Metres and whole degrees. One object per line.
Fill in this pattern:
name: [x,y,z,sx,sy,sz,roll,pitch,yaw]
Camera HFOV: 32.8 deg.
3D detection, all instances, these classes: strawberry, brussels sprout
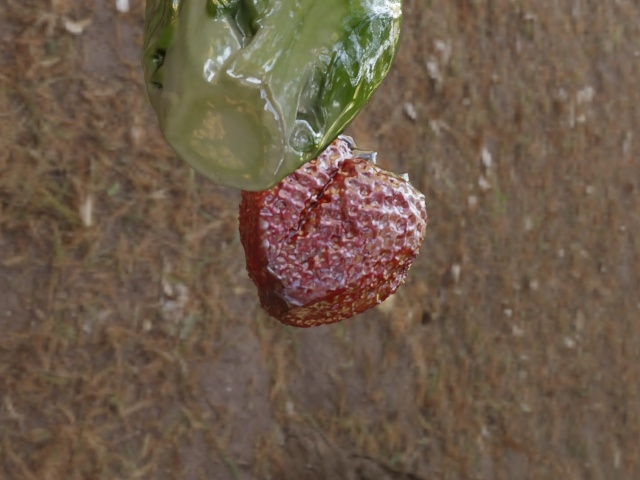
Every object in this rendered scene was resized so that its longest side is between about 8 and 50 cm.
strawberry: [0.000,0.000,1.417,0.288,0.250,0.238,-62,174,-48]
brussels sprout: [-0.046,-0.164,0.906,0.210,0.219,0.271,46,42,-27]
